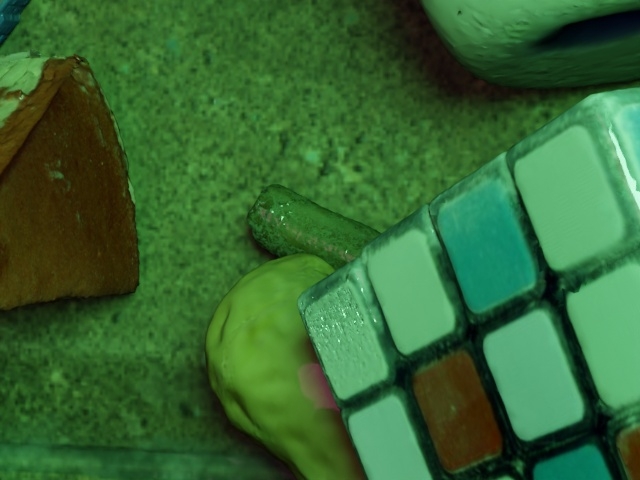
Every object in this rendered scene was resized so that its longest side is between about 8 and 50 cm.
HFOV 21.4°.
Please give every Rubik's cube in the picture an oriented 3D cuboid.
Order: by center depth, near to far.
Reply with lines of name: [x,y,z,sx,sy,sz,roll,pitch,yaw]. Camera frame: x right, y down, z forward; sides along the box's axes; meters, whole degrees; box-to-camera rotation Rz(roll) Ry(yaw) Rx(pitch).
Rubik's cube: [0.186,0.073,0.815,0.253,0.259,0.256,-33,74,53]

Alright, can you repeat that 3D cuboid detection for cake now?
cake: [-0.221,0.025,1.015,0.158,0.262,0.160,-6,126,22]

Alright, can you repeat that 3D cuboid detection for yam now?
yam: [0.000,0.000,1.038,0.094,0.043,0.043,24,97,16]

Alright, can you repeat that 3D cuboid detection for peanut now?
peanut: [0.049,0.146,0.970,0.147,0.147,0.319,-46,78,13]

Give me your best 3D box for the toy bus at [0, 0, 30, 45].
toy bus: [-0.254,-0.129,1.125,0.061,0.051,0.153,42,102,2]

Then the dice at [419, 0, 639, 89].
dice: [0.185,-0.258,0.857,0.304,0.277,0.304,-13,83,20]
